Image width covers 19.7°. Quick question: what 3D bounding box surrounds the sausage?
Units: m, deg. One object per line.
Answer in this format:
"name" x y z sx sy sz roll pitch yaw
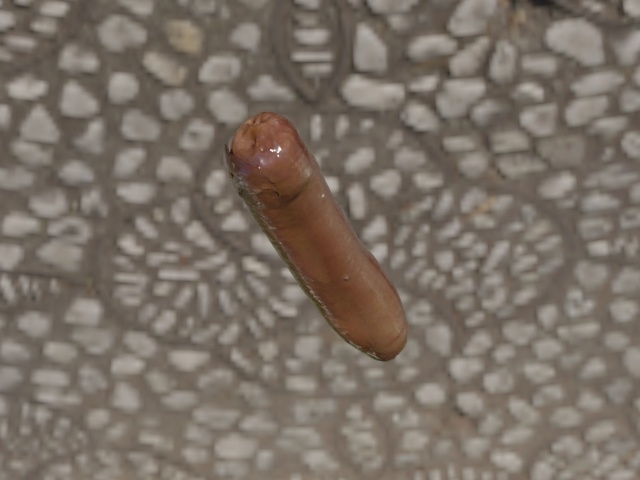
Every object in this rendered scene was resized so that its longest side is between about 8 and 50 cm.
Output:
"sausage" 0.000 0.000 0.872 0.043 0.043 0.186 -13 144 14
